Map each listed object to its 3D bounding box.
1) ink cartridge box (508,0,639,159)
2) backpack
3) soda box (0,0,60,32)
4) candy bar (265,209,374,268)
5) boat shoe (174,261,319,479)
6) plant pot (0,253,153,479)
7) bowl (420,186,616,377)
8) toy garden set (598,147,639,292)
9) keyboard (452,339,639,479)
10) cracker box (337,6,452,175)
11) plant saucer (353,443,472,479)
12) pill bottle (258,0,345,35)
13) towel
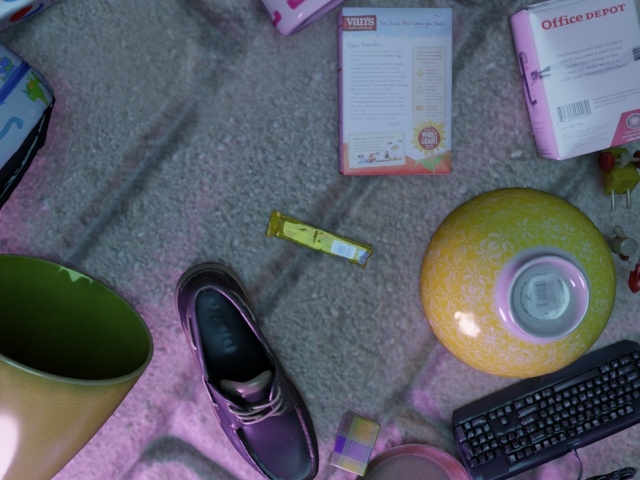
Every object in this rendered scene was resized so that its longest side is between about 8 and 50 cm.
[{"bbox_3d":[0.373,-0.238,1.247,0.159,0.092,0.217,-14,98,-3],"label":"ink cartridge box"},{"bbox_3d":[-0.492,-0.101,1.099,0.356,0.290,0.273,-38,105,-8],"label":"backpack"},{"bbox_3d":[-0.383,-0.355,1.183,0.216,0.074,0.069,-29,97,-1],"label":"soda box"},{"bbox_3d":[0.000,0.000,1.276,0.162,0.018,0.040,19,97,-7],"label":"candy bar"},{"bbox_3d":[-0.109,0.203,1.229,0.132,0.130,0.355,-28,97,-1],"label":"boat shoe"},{"bbox_3d":[-0.406,0.214,1.160,0.275,0.275,0.293,27,108,-7],"label":"plant pot"},{"bbox_3d":[0.298,0.069,1.238,0.290,0.156,0.289,0,95,-5],"label":"bowl"},{"bbox_3d":[0.503,-0.037,1.292,0.204,0.049,0.244,-5,98,-14],"label":"toy garden set"},{"bbox_3d":[0.368,0.291,1.294,0.317,0.033,0.201,-23,75,-2],"label":"keyboard"},{"bbox_3d":[0.104,-0.209,1.240,0.156,0.067,0.232,-1,96,-5],"label":"cracker box"},{"bbox_3d":[0.135,0.397,1.316,0.199,0.036,0.198,0,95,-5],"label":"plant saucer"},{"bbox_3d":[-0.063,-0.431,1.158,0.160,0.160,0.283,-34,97,-1],"label":"pill bottle"},{"bbox_3d":[0.052,0.299,1.294,0.060,0.009,0.083,15,82,25],"label":"towel"}]
